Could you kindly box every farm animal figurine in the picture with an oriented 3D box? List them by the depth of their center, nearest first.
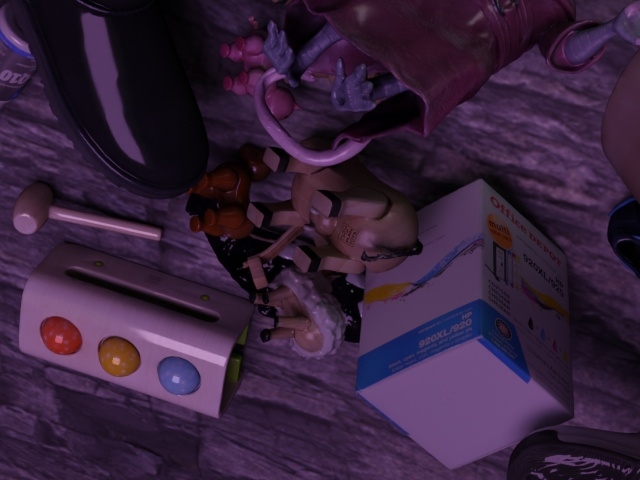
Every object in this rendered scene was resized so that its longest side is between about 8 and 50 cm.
[{"bbox_3d":[0.011,-0.085,1.699,0.330,0.172,0.326,-58,48,36],"label":"farm animal figurine"}]

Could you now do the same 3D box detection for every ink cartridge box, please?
[{"bbox_3d":[0.159,0.089,1.700,0.168,0.232,0.171,-29,126,31],"label":"ink cartridge box"}]

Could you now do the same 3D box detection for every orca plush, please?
[{"bbox_3d":[-0.047,0.041,1.850,0.287,0.102,0.151,45,125,-10],"label":"orca plush"}]

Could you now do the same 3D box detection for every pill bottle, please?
[{"bbox_3d":[-0.372,-0.210,1.830,0.078,0.078,0.137,42,126,-8],"label":"pill bottle"}]

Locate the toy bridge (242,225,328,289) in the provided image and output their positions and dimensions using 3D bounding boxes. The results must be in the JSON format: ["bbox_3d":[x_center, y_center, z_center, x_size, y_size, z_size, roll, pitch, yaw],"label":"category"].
[{"bbox_3d":[0.000,0.000,1.811,0.188,0.063,0.026,-17,149,1],"label":"toy bridge"}]

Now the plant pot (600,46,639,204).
[{"bbox_3d":[0.424,-0.074,1.440,0.280,0.323,0.323,44,134,33],"label":"plant pot"}]

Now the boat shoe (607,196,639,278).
[{"bbox_3d":[0.408,0.065,1.701,0.258,0.089,0.109,33,126,-2],"label":"boat shoe"}]

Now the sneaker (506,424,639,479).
[{"bbox_3d":[0.393,0.257,1.705,0.448,0.257,0.169,22,123,-14],"label":"sneaker"}]

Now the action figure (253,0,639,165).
[{"bbox_3d":[0.152,-0.195,1.507,0.248,0.370,0.275,55,152,18],"label":"action figure"}]

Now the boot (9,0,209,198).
[{"bbox_3d":[-0.153,-0.267,1.546,0.367,0.146,0.445,57,144,0],"label":"boot"}]

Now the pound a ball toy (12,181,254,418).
[{"bbox_3d":[-0.249,0.081,1.932,0.319,0.135,0.208,18,125,9],"label":"pound a ball toy"}]
